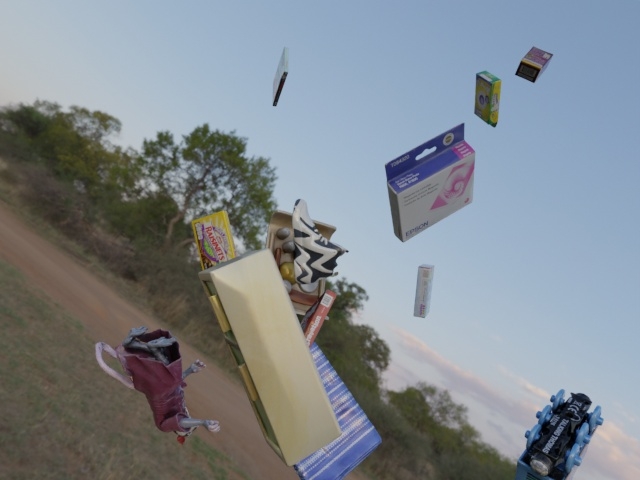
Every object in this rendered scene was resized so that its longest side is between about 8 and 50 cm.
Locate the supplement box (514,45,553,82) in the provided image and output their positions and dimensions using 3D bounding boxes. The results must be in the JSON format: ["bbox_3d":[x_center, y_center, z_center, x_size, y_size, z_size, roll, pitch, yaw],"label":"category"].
[{"bbox_3d":[0.525,-0.433,1.152,0.055,0.083,0.043,33,-31,20],"label":"supplement box"}]

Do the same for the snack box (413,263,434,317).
[{"bbox_3d":[0.295,0.141,1.329,0.037,0.141,0.100,7,4,21],"label":"snack box"}]

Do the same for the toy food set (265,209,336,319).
[{"bbox_3d":[-0.059,0.076,1.437,0.219,0.306,0.092,15,-20,-25],"label":"toy food set"}]

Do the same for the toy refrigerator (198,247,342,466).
[{"bbox_3d":[-0.075,0.154,0.639,0.102,0.094,0.270,-8,-77,67],"label":"toy refrigerator"}]

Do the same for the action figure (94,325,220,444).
[{"bbox_3d":[-0.446,0.439,1.316,0.248,0.275,0.370,-141,-139,-62],"label":"action figure"}]

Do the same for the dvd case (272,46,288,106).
[{"bbox_3d":[-0.101,-0.409,1.173,0.013,0.087,0.119,7,-30,-16],"label":"dvd case"}]

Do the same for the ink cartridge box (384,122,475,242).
[{"bbox_3d":[0.385,-0.189,1.606,0.071,0.324,0.330,51,-14,41],"label":"ink cartridge box"}]

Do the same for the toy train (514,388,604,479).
[{"bbox_3d":[0.363,0.307,0.711,0.080,0.184,0.105,21,-56,40],"label":"toy train"}]

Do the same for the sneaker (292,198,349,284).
[{"bbox_3d":[0.000,0.000,1.290,0.153,0.235,0.094,-3,-11,-4],"label":"sneaker"}]

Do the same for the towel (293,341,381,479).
[{"bbox_3d":[-0.014,0.482,1.281,0.336,0.243,0.040,54,-23,13],"label":"towel"}]

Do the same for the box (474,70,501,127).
[{"bbox_3d":[0.585,-0.492,1.646,0.105,0.043,0.179,-114,-174,-50],"label":"box"}]

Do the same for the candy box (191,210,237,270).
[{"bbox_3d":[-0.285,0.030,1.291,0.027,0.105,0.206,17,57,-76],"label":"candy box"}]

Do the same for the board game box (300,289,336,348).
[{"bbox_3d":[-0.033,0.207,1.069,0.027,0.145,0.281,29,-21,0],"label":"board game box"}]
